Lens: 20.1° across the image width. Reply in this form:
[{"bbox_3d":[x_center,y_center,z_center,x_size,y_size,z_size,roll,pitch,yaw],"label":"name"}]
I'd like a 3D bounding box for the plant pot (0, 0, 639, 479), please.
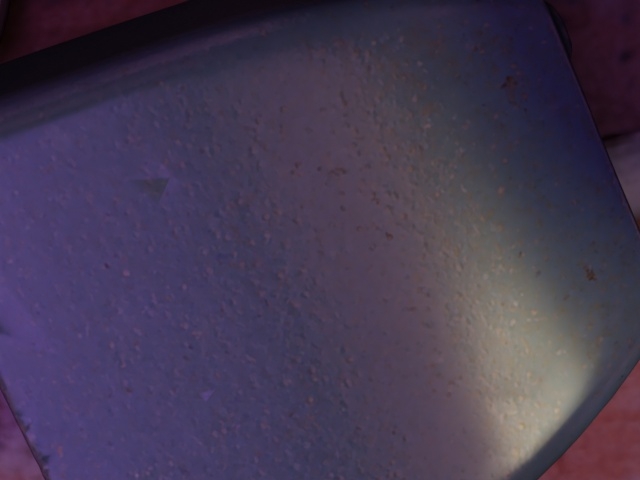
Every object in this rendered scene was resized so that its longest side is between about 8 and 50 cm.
[{"bbox_3d":[0.000,0.000,0.781,0.252,0.248,0.247,-24,101,3],"label":"plant pot"}]

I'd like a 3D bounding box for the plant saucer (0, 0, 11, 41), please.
[{"bbox_3d":[-0.277,-0.158,0.901,0.278,0.041,0.277,4,109,13],"label":"plant saucer"}]
